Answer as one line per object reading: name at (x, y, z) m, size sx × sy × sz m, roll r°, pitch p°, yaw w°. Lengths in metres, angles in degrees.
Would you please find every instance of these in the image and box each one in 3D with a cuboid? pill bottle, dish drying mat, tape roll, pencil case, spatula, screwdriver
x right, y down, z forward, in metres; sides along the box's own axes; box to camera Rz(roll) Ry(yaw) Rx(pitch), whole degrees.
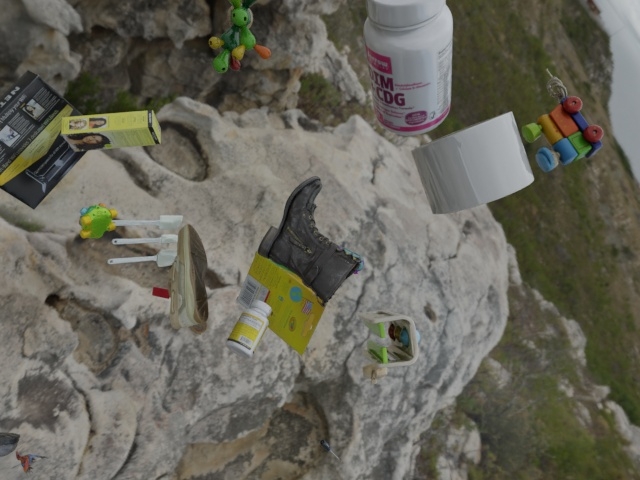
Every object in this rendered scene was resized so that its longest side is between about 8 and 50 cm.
pill bottle at (0.167, -0.353, 0.896) m, size 0.283 × 0.160 × 0.161 m, roll 69°, pitch 16°, yaw -55°
dish drying mat at (-0.555, 0.183, 1.653) m, size 0.008 × 0.083 × 0.032 m, roll 24°, pitch 74°, yaw -60°
tape roll at (0.360, -0.184, 1.134) m, size 0.246 × 0.246 × 0.169 m, roll -30°, pitch 101°, yaw -51°
pill bottle at (-0.152, 0.190, 1.031) m, size 0.065 × 0.065 × 0.116 m, roll 39°, pitch 60°, yaw -20°
pencil case at (0.085, 0.064, 1.567) m, size 0.151 × 0.064 × 0.070 m, roll 21°, pitch 66°, yaw -53°
spatula at (-0.545, 0.005, 1.489) m, size 0.241 × 0.019 × 0.168 m, roll -5°, pitch 110°, yaw -48°
screwdriver at (0.039, 0.771, 1.729) m, size 0.170 × 0.024 × 0.025 m, roll 61°, pitch 4°, yaw -35°

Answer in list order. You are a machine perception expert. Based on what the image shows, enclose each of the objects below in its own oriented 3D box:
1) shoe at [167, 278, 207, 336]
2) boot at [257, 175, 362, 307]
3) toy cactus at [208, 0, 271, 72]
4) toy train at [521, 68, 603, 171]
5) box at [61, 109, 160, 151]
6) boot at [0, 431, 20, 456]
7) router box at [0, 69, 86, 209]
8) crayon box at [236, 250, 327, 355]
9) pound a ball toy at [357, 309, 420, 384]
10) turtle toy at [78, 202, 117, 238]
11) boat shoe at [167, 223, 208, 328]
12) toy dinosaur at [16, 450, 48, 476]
shoe at (-0.440, 0.215, 1.546) m, size 0.076 × 0.058 × 0.219 m, roll -21°, pitch 74°, yaw -32°
boot at (0.000, 0.000, 1.143) m, size 0.228 × 0.263 × 0.091 m, roll 31°, pitch -6°, yaw 12°
toy cactus at (-0.139, -0.421, 0.891) m, size 0.112 × 0.219 × 0.180 m, roll 13°, pitch 20°, yaw -16°
toy train at (0.567, -0.298, 1.183) m, size 0.248 × 0.143 × 0.105 m, roll 64°, pitch 2°, yaw 17°
box at (-0.555, -0.292, 1.267) m, size 0.232 × 0.087 × 0.058 m, roll -7°, pitch 69°, yaw -5°
boot at (-0.843, 0.564, 1.077) m, size 0.118 × 0.337 × 0.223 m, roll 48°, pitch 31°, yaw -62°
router box at (-0.823, -0.280, 1.349) m, size 0.309 × 0.081 × 0.243 m, roll -53°, pitch 145°, yaw -12°
crayon box at (-0.113, 0.195, 1.530) m, size 0.318 × 0.202 × 0.081 m, roll 35°, pitch 19°, yaw 30°
pound a ball toy at (0.195, 0.307, 1.345) m, size 0.135 × 0.319 × 0.209 m, roll -6°, pitch 84°, yaw -4°
turtle toy at (-0.607, -0.049, 1.273) m, size 0.066 × 0.130 × 0.095 m, roll 46°, pitch 42°, yaw 19°
boat shoe at (-0.371, 0.092, 1.291) m, size 0.109 × 0.098 × 0.303 m, roll 59°, pitch 16°, yaw -60°
toy dinosaur at (-0.664, 0.500, 1.063) m, size 0.090 × 0.082 × 0.047 m, roll 16°, pitch 55°, yaw -1°
